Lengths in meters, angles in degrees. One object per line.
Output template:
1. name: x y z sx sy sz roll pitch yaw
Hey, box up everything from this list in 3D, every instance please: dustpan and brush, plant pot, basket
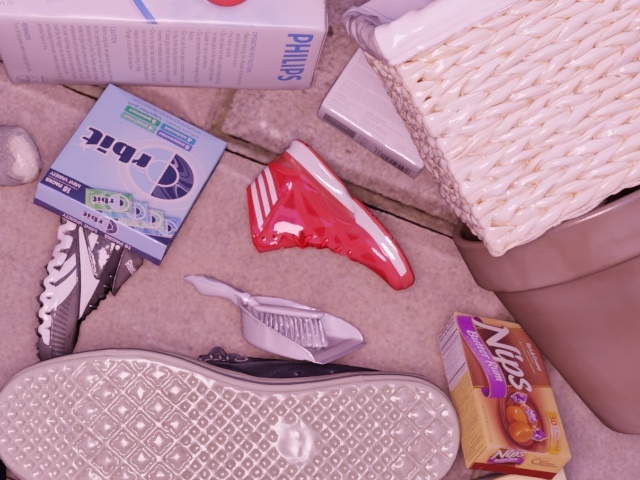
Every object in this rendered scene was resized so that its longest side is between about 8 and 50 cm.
1. dustpan and brush: -0.065 0.082 1.542 0.211 0.147 0.060 9 99 22
2. plant pot: 0.348 0.051 1.511 0.323 0.323 0.280 -27 100 -11
3. basket: 0.234 -0.195 1.433 0.331 0.328 0.266 -29 104 2

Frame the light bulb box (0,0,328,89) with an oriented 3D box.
1. light bulb box: -0.177 -0.372 1.541 0.361 0.225 0.358 0 80 -6

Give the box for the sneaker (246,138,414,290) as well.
1. sneaker: 0.000 0.000 1.579 0.128 0.087 0.221 -41 75 -3

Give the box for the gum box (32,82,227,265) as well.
1. gum box: -0.212 -0.078 1.534 0.157 0.041 0.184 27 48 -2

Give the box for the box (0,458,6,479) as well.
1. box: -0.417 0.271 1.429 0.156 0.158 0.093 -1 81 -8

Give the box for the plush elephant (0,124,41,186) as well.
1. plush elephant: -0.506 -0.131 1.440 0.330 0.255 0.272 -30 85 -11

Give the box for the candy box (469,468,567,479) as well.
1. candy box: 0.139 0.374 1.503 0.316 0.087 0.183 -15 83 -14

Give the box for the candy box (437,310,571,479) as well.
1. candy box: 0.204 0.173 1.520 0.109 0.053 0.187 11 45 -21

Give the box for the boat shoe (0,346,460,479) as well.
1. boat shoe: -0.102 0.210 1.480 0.500 0.156 0.187 1 86 -9

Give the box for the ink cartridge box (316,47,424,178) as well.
1. ink cartridge box: 0.100 -0.186 1.642 0.145 0.045 0.179 33 68 0

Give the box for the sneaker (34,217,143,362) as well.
1. sneaker: -0.257 0.037 1.532 0.106 0.078 0.234 10 77 -3
